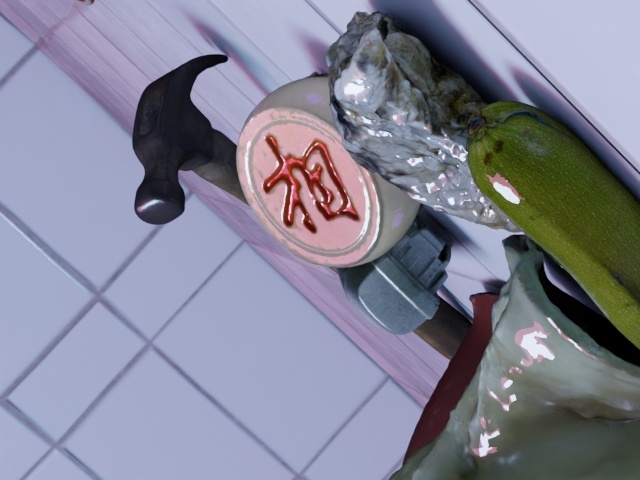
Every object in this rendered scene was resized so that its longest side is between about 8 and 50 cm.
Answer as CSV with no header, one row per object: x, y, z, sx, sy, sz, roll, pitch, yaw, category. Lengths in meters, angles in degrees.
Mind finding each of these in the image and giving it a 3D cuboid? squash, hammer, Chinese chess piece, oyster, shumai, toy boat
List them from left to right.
0.000,0.000,1.377,0.440,0.044,0.168,38,-136,-42,hammer
0.005,-0.042,1.010,0.122,0.051,0.122,22,132,27,Chinese chess piece
0.055,0.008,1.265,0.078,0.085,0.260,44,-174,-10,toy boat
0.051,-0.056,0.809,0.177,0.064,0.125,44,171,-37,oyster
0.121,0.146,0.991,0.330,0.292,0.288,157,97,-73,shumai
0.132,0.005,0.746,0.183,0.052,0.052,46,174,-19,squash

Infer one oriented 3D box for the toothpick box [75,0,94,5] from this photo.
-0.134,-0.186,0.970,0.047,0.083,0.047,31,173,4,toothpick box

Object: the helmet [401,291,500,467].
0.181,0.229,1.262,0.337,0.230,0.385,40,176,27,helmet

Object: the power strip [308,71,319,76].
0.020,-0.056,1.117,0.075,0.042,0.175,39,174,16,power strip
